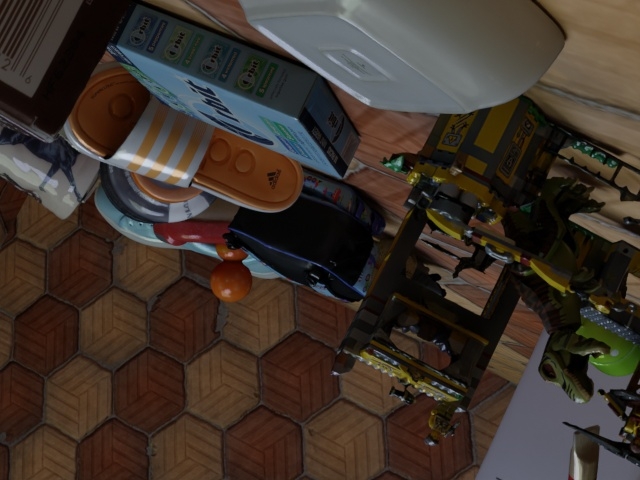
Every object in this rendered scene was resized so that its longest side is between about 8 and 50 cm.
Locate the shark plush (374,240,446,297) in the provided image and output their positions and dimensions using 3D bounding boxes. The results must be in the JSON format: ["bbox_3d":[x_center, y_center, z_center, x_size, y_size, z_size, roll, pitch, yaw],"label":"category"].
[{"bbox_3d":[0.120,0.058,1.473,0.161,0.067,0.073,21,172,40],"label":"shark plush"}]

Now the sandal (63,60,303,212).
[{"bbox_3d":[-0.110,-0.095,1.020,0.265,0.102,0.076,19,177,-33],"label":"sandal"}]

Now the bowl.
[{"bbox_3d":[0.027,-0.106,0.512,0.142,0.053,0.142,31,171,-32],"label":"bowl"}]

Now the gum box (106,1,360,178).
[{"bbox_3d":[-0.071,-0.120,0.853,0.184,0.041,0.157,23,174,18],"label":"gum box"}]

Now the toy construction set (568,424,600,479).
[{"bbox_3d":[0.356,0.177,0.847,0.309,0.237,0.257,-1,-147,7],"label":"toy construction set"}]

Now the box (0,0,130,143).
[{"bbox_3d":[-0.333,-0.203,0.787,0.381,0.143,0.191,22,174,44],"label":"box"}]

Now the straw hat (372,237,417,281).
[{"bbox_3d":[0.091,0.031,1.394,0.144,0.061,0.144,39,-175,-4],"label":"straw hat"}]

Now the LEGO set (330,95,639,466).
[{"bbox_3d":[0.154,0.064,0.689,0.331,0.192,0.255,29,170,-8],"label":"LEGO set"}]

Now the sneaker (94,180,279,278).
[{"bbox_3d":[-0.212,-0.052,1.719,0.366,0.135,0.150,15,164,15],"label":"sneaker"}]

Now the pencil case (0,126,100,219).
[{"bbox_3d":[-0.501,-0.178,1.577,0.410,0.160,0.183,28,165,-20],"label":"pencil case"}]

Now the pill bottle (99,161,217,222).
[{"bbox_3d":[-0.174,-0.083,1.179,0.130,0.130,0.246,27,175,-13],"label":"pill bottle"}]

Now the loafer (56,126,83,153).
[{"bbox_3d":[-0.350,-0.176,1.293,0.268,0.092,0.102,22,173,34],"label":"loafer"}]

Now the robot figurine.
[{"bbox_3d":[0.297,0.099,1.089,0.101,0.067,0.115,-9,157,27],"label":"robot figurine"}]

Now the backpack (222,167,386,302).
[{"bbox_3d":[0.000,0.000,1.234,0.158,0.117,0.173,22,172,32],"label":"backpack"}]

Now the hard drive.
[{"bbox_3d":[0.313,0.278,1.352,0.210,0.318,0.040,20,172,46],"label":"hard drive"}]

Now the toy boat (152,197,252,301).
[{"bbox_3d":[-0.119,0.011,1.497,0.231,0.151,0.151,2,-175,-24],"label":"toy boat"}]
